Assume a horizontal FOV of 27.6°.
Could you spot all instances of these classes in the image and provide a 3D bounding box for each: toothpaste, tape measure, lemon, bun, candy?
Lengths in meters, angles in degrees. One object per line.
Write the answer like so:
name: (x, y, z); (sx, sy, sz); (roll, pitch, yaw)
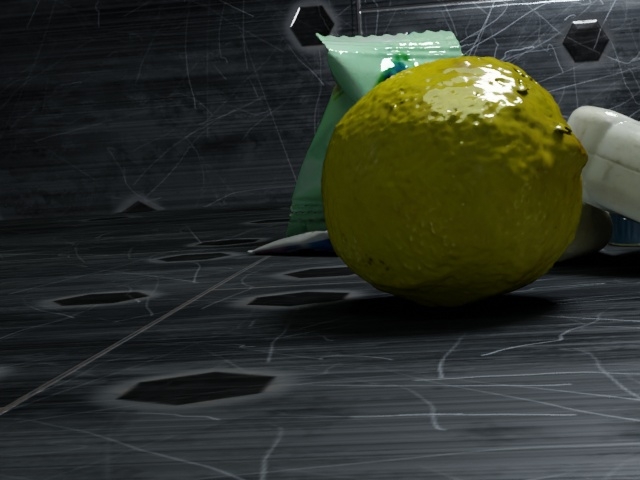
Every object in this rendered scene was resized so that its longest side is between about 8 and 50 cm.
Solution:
toothpaste: (0.000, 0.000, 2.098); (0.096, 0.061, 0.266); (-10, 1, -43)
tape measure: (0.434, -0.074, 1.646); (0.258, 0.130, 0.265); (19, 7, -44)
lemon: (0.132, -0.057, 1.390); (0.322, 0.268, 0.268); (-23, -9, 42)
bun: (0.289, -0.038, 1.788); (0.231, 0.133, 0.231); (-5, 7, 1)
candy: (0.090, -0.175, 2.307); (0.263, 0.398, 0.172); (3, 35, -18)

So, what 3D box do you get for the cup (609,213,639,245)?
cup: (0.491, -0.074, 1.888); (0.131, 0.155, 0.176); (-6, 4, -21)
